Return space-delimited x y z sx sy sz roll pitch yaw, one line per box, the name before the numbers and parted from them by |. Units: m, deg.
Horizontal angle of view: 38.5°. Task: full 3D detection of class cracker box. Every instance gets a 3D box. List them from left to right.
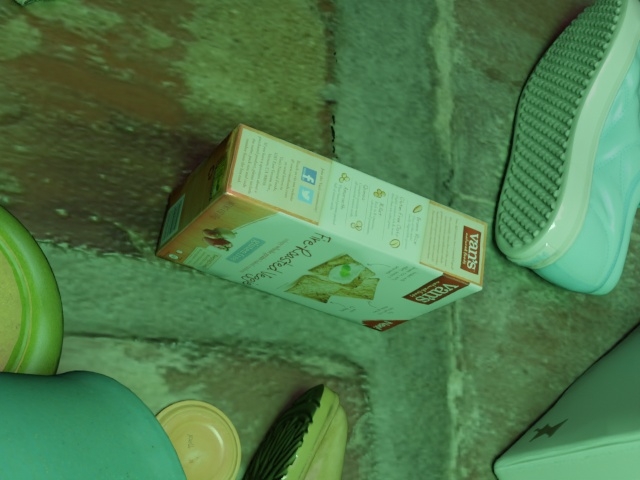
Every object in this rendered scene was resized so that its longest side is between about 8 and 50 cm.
cracker box | 0.000 0.000 0.765 0.232 0.156 0.067 19 63 -22

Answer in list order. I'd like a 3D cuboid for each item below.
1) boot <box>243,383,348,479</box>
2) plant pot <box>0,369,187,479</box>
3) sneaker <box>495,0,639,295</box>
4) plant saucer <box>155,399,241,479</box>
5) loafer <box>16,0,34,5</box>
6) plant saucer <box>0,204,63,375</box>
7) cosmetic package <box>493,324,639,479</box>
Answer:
boot | 0.048 0.280 0.735 0.269 0.089 0.236 33 69 -15
plant pot | -0.218 0.186 0.513 0.255 0.272 0.271 -11 77 -50
sneaker | 0.303 -0.104 1.006 0.150 0.135 0.366 33 67 -24
plant saucer | -0.101 0.169 0.729 0.083 0.013 0.083 11 66 -26
loafer | -0.216 -0.236 0.801 0.039 0.045 0.125 49 53 -13
plant saucer | -0.298 0.053 0.646 0.241 0.037 0.241 11 66 -26
cosmetic package | 0.445 0.256 0.821 0.329 0.327 0.393 -32 88 -34
